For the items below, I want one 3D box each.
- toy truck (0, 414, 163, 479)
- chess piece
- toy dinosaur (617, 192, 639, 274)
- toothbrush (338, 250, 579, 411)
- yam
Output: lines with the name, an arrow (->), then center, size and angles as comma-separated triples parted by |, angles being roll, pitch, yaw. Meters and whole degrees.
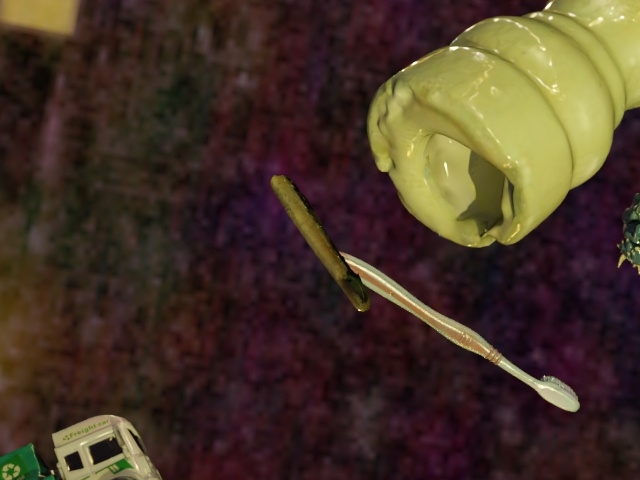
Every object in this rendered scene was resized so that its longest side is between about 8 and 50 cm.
toy truck -> -0.228, 0.214, 1.553 | 0.110, 0.216, 0.116 | 72, 173, -61
chess piece -> 0.248, -0.173, 1.808 | 0.442, 0.234, 0.234 | -37, -10, -29
toy dinosaur -> 0.312, -0.011, 1.959 | 0.047, 0.030, 0.083 | 148, 135, -64
toothbrush -> 0.086, 0.057, 1.271 | 0.013, 0.193, 0.019 | -53, 12, 27
yam -> 0.000, 0.000, 1.118 | 0.107, 0.014, 0.014 | 56, 141, 33
